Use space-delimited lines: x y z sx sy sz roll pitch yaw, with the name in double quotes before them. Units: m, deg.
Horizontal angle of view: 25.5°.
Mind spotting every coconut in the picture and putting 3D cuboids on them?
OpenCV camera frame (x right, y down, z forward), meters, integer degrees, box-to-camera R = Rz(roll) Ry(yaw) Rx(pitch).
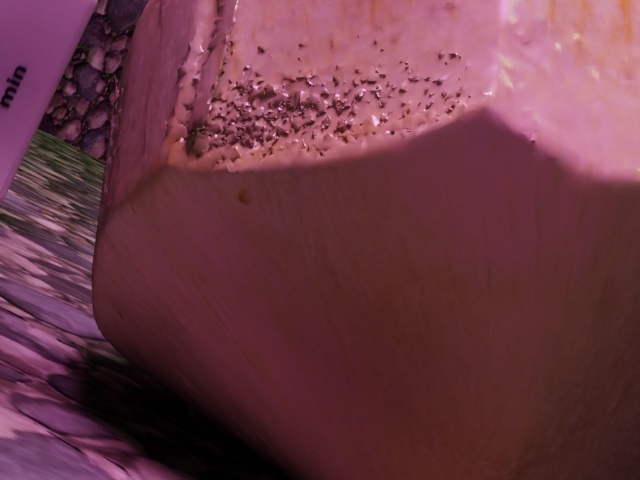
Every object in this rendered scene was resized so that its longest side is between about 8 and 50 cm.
"coconut" 0.066 -0.022 0.630 0.352 0.353 0.352 26 1 -1

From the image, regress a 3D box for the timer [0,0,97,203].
"timer" -0.303 -0.151 0.960 0.194 0.192 0.195 27 1 28
